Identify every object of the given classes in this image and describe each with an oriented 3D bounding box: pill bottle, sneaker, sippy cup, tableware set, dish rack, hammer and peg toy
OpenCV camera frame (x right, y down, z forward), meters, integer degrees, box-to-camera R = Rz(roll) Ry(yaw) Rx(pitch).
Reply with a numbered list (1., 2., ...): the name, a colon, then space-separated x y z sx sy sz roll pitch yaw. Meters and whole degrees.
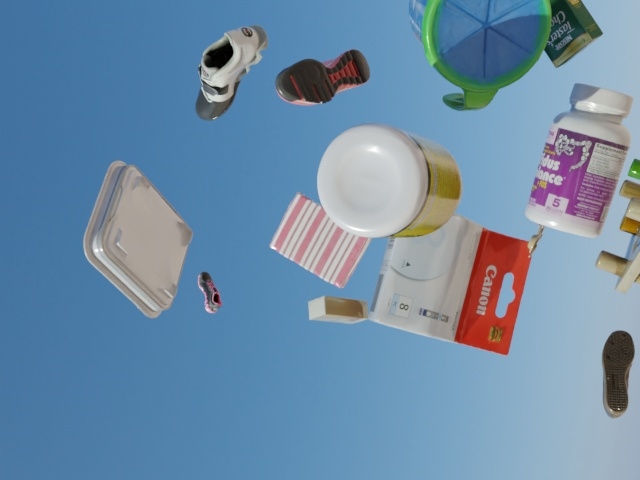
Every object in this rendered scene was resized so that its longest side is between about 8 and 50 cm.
1. pill bottle: 0.140 -0.098 1.572 0.334 0.188 0.187 -1 -81 -66
2. sneaker: -0.011 -0.390 2.245 0.314 0.136 0.116 -23 -87 -44
3. sippy cup: 0.270 -0.413 1.640 0.305 0.240 0.224 -53 25 13
4. sneaker: -0.300 0.138 2.467 0.047 0.057 0.119 -11 -104 -40
5. tableware set: 0.532 -0.039 2.116 0.141 0.020 0.168 -37 -31 -53
6. pill bottle: 0.550 -0.170 1.877 0.169 0.169 0.301 -9 -64 -67
7. dish rack: -0.414 -0.003 2.126 0.333 0.072 0.285 54 -141 -47
8. sneaker: -0.286 -0.457 2.431 0.146 0.122 0.330 -14 -30 -47
9. hammer and peg toy: 0.615 -0.084 1.592 0.361 0.127 0.266 92 -157 -60
10. sneaker: 0.624 0.285 1.898 0.071 0.066 0.188 77 -154 -63

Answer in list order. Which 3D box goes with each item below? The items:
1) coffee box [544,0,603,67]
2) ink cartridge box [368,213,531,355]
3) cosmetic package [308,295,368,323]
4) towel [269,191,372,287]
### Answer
1. coffee box: 0.442 -0.433 1.694 0.040 0.113 0.184 -30 -93 -31
2. ink cartridge box: 0.339 0.099 2.207 0.091 0.385 0.308 168 117 -78
3. cosmetic package: 0.037 0.145 1.853 0.115 0.060 0.041 8 -111 -35
4. towel: 0.000 0.000 1.981 0.144 0.197 0.029 -61 -5 13
